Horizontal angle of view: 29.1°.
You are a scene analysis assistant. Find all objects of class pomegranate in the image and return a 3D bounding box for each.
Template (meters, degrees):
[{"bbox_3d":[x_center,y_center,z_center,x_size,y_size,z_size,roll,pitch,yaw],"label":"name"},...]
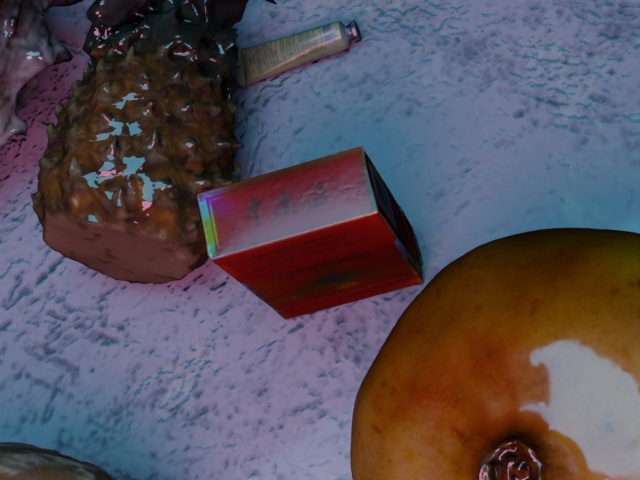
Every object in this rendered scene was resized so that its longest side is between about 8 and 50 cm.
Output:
[{"bbox_3d":[0.146,0.119,0.700,0.264,0.264,0.264,-4,72,13],"label":"pomegranate"}]

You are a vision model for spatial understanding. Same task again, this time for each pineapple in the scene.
[{"bbox_3d":[-0.107,-0.129,0.912,0.170,0.141,0.310,-10,60,41],"label":"pineapple"}]

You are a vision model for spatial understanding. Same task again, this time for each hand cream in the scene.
[{"bbox_3d":[-0.019,-0.148,0.956,0.102,0.022,0.035,-16,69,15],"label":"hand cream"}]

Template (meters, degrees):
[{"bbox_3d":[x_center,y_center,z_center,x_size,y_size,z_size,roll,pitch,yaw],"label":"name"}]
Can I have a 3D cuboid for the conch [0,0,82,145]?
[{"bbox_3d":[-0.316,-0.144,0.960,0.313,0.186,0.241,-11,83,13],"label":"conch"}]

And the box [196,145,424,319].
[{"bbox_3d":[0.000,-0.001,0.818,0.112,0.175,0.048,-16,71,9],"label":"box"}]

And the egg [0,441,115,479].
[{"bbox_3d":[-0.211,0.230,0.783,0.245,0.203,0.203,-23,68,17],"label":"egg"}]
